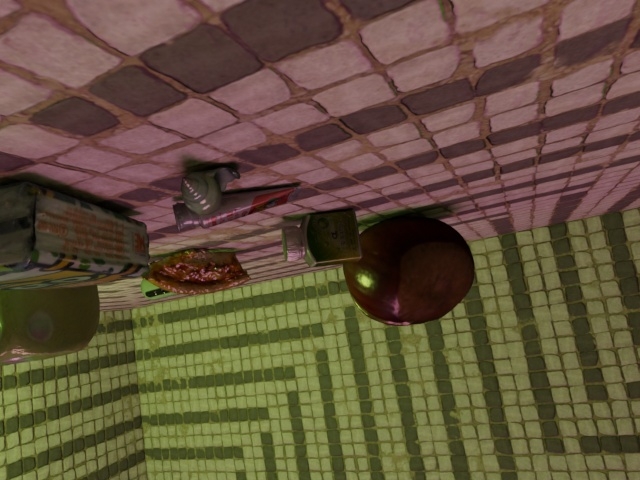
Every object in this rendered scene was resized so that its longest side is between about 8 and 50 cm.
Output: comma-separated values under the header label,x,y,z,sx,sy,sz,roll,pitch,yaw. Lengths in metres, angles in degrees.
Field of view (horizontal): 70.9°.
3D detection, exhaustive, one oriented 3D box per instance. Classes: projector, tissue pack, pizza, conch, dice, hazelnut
label,x,y,z,sx,sy,sz,roll,pitch,yaw
projector,-0.513,0.142,1.633,0.337,0.108,0.108,-15,170,34
tissue pack,-0.456,0.011,0.731,0.227,0.128,0.311,-8,171,6
pizza,-0.375,0.100,1.426,0.365,0.074,0.182,10,131,-43
conch,-0.172,-0.083,0.685,0.065,0.088,0.180,34,180,3
dice,-0.683,0.153,1.019,0.251,0.255,0.249,-13,174,16
hazelnut,0.266,0.096,1.412,0.408,0.360,0.359,2,168,-20

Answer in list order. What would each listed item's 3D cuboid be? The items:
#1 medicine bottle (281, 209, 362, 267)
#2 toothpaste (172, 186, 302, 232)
label,x,y,z,sx,sy,sz,roll,pitch,yaw
medicine bottle,0.000,0.000,1.145,0.188,0.132,0.088,-7,171,-12
toothpaste,-0.152,-0.067,0.840,0.234,0.057,0.089,-15,173,-18
